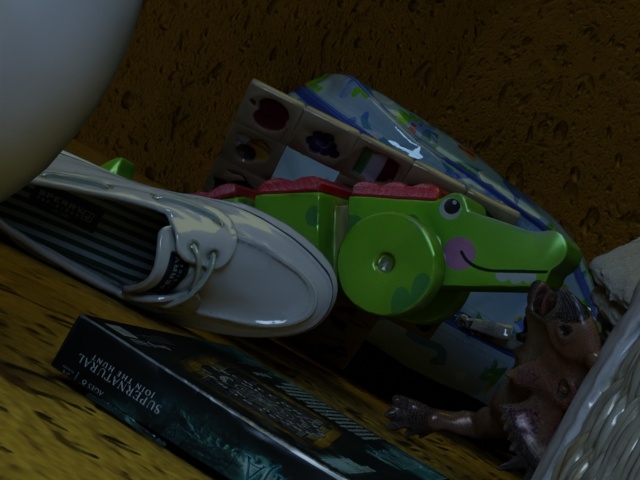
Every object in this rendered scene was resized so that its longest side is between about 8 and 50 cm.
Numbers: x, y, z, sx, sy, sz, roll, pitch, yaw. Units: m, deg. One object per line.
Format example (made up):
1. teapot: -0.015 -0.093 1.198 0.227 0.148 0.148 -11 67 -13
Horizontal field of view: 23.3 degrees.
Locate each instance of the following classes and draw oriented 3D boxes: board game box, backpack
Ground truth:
1. board game box: -0.019 0.078 0.627 0.126 0.026 0.186 30 0 16
2. backpack: 0.075 0.018 1.317 0.355 0.273 0.290 17 8 -5

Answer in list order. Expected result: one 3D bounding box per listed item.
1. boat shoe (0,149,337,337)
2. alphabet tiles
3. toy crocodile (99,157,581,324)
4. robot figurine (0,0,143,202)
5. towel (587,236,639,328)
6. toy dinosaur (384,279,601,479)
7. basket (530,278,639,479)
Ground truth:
1. boat shoe: -0.094 0.012 0.893 0.226 0.083 0.076 18 15 -14
2. alphabet tiles: 0.005 0.006 1.100 0.198 0.009 0.237 26 -40 -3
3. toy crocodile: 0.000 0.000 1.019 0.340 0.105 0.115 1 -6 23
4. robot figurine: -0.162 -0.103 0.522 0.300 0.200 0.353 -9 8 -9
5. towel: 0.305 0.065 0.921 0.282 0.187 0.049 -126 -161 -48
6. toy dinosaur: 0.180 0.136 0.973 0.295 0.127 0.200 34 -2 -30
7. basket: 0.304 0.090 0.659 0.328 0.331 0.266 29 3 2
